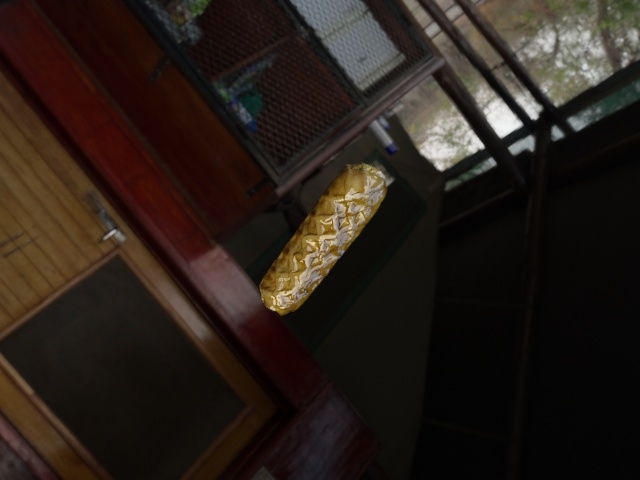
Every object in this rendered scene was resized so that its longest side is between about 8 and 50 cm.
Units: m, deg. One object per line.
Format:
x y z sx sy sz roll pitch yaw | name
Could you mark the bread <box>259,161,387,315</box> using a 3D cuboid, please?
0.000 0.000 0.523 0.157 0.044 0.052 -53 180 22 | bread
